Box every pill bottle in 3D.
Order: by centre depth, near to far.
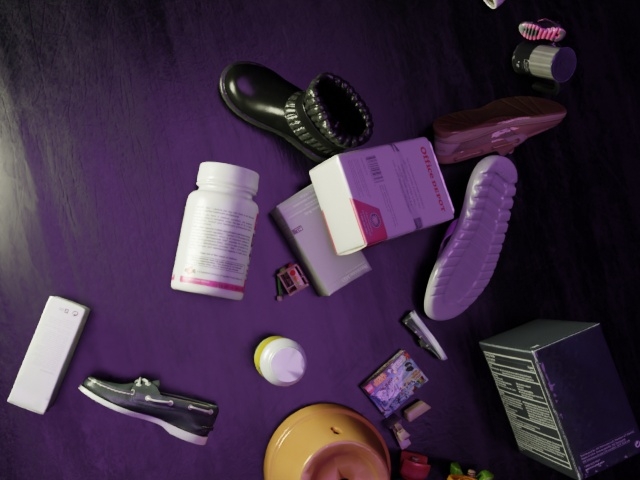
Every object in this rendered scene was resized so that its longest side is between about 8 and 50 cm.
[{"bbox_3d":[-0.086,0.264,1.663,0.103,0.184,0.103,1,86,-11],"label":"pill bottle"},{"bbox_3d":[-0.224,-0.019,1.668,0.160,0.160,0.283,11,84,-10],"label":"pill bottle"}]

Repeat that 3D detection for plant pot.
[{"bbox_3d":[0.032,0.515,1.662,0.291,0.203,0.291,1,86,-12],"label":"plant pot"}]

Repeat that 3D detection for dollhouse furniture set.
[{"bbox_3d":[0.225,0.440,1.773,0.114,0.091,0.081,-31,108,-14],"label":"dollhouse furniture set"}]

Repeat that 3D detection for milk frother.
[{"bbox_3d":[0.575,-0.444,1.866,0.143,0.135,0.129,-46,126,-8],"label":"milk frother"}]

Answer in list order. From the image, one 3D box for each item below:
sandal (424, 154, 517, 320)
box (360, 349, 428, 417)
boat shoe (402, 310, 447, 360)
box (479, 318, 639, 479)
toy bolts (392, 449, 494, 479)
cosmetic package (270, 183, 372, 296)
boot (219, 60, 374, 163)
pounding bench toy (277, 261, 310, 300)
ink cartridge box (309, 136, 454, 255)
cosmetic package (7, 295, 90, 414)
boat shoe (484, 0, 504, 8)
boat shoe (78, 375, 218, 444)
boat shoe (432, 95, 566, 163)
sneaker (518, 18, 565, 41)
[{"bbox_3d":[0.351,-0.005,1.810,0.169,0.102,0.416,17,100,-32],"label":"sandal"},{"bbox_3d":[0.174,0.336,1.790,0.137,0.027,0.094,-39,95,-11],"label":"box"},{"bbox_3d":[0.249,0.232,1.806,0.040,0.049,0.142,-36,92,8],"label":"boat shoe"},{"bbox_3d":[0.539,0.343,1.724,0.182,0.296,0.294,-21,91,-11],"label":"box"},{"bbox_3d":[0.266,0.592,1.716,0.228,0.218,0.158,14,90,8],"label":"toy bolts"},{"bbox_3d":[0.000,0.000,1.741,0.127,0.107,0.238,-33,90,-15],"label":"cosmetic package"},{"bbox_3d":[-0.056,-0.307,1.668,0.348,0.260,0.131,30,81,-8],"label":"boot"},{"bbox_3d":[-0.077,0.092,1.743,0.083,0.052,0.065,-31,92,4],"label":"pounding bench toy"},{"bbox_3d":[0.143,-0.102,1.713,0.283,0.117,0.207,-16,86,-37],"label":"ink cartridge box"},{"bbox_3d":[-0.570,0.239,1.606,0.085,0.117,0.231,22,81,-8],"label":"cosmetic package"},{"bbox_3d":[0.353,-0.679,1.858,0.277,0.098,0.096,37,79,-8],"label":"boat shoe"},{"bbox_3d":[-0.368,0.346,1.646,0.302,0.114,0.091,27,82,-20],"label":"boat shoe"},{"bbox_3d":[0.432,-0.267,1.850,0.341,0.122,0.110,-12,126,-9],"label":"boat shoe"},{"bbox_3d":[0.559,-0.540,1.923,0.119,0.047,0.057,7,58,-7],"label":"sneaker"}]
